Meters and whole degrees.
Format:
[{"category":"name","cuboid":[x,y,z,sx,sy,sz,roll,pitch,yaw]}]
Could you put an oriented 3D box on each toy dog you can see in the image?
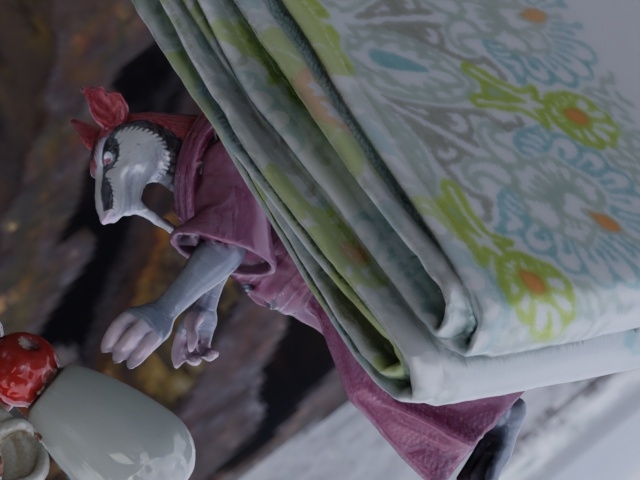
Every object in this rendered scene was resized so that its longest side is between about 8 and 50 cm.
[{"category":"toy dog","cuboid":[-0.254,0.091,1.131,0.220,0.333,0.161,-11,137,-53]}]

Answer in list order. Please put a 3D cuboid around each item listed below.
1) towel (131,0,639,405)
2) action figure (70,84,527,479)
[{"category":"towel","cuboid":[0.107,-0.068,0.999,0.374,0.320,0.090,-8,144,-39]},{"category":"action figure","cuboid":[0.000,0.000,1.235,0.276,0.370,0.248,-51,-170,1]}]
